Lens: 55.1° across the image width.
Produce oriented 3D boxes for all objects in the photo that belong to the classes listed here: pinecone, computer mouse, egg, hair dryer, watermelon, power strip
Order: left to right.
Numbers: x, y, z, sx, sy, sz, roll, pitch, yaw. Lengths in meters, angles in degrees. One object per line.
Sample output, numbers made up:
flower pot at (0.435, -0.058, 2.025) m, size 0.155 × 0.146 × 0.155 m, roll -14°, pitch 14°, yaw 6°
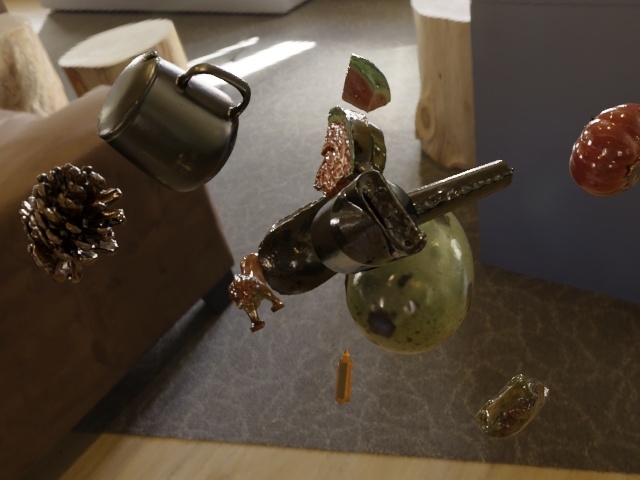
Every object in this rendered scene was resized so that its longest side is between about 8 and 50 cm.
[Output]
pinecone at (-0.407, -0.035, 1.011) m, size 0.149 × 0.195 × 0.179 m, roll -4°, pitch 53°, yaw -39°
computer mouse at (0.000, 0.001, 1.339) m, size 0.295 × 0.168 × 0.087 m, roll -34°, pitch 12°, yaw -6°
power strip at (0.081, 0.451, 2.031) m, size 0.049 × 0.028 × 0.178 m, roll -3°, pitch 78°, yaw 44°
watermelon at (0.064, -0.240, 0.937) m, size 0.084 × 0.092 × 0.072 m, roll 39°, pitch 96°, yaw 40°
egg at (0.240, 0.095, 1.651) m, size 0.344 × 0.428 × 0.345 m, roll 6°, pitch 17°, yaw -2°
hair dryer at (0.145, -0.054, 0.807) m, size 0.302 × 0.116 × 0.244 m, roll -24°, pitch 0°, yaw -12°

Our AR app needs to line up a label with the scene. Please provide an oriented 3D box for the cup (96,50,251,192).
cup at (-0.206, -0.186, 0.894) m, size 0.223 × 0.176 × 0.169 m, roll -31°, pitch 41°, yaw 34°

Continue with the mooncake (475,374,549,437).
mooncake at (0.357, 0.306, 1.128) m, size 0.073 × 0.125 × 0.130 m, roll 45°, pitch 106°, yaw 28°

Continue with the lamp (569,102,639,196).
lamp at (0.534, -0.168, 1.123) m, size 0.182 × 0.182 × 0.140 m, roll -32°, pitch 56°, yaw -21°

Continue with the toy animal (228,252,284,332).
toy animal at (-0.160, 0.105, 1.512) m, size 0.097 × 0.158 × 0.312 m, roll -23°, pitch 24°, yaw 9°

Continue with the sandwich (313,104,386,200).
sandwich at (0.057, -0.143, 1.067) m, size 0.079 × 0.159 × 0.235 m, roll 15°, pitch 12°, yaw -19°
